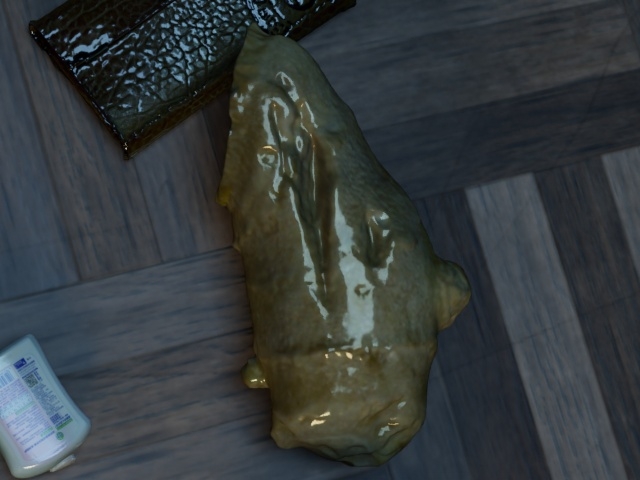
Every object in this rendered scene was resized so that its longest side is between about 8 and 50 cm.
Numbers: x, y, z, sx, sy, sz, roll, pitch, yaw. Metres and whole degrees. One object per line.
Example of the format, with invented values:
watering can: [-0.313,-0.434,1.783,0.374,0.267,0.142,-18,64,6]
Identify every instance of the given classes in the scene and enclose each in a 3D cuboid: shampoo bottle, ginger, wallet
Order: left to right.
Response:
shampoo bottle: [-0.216,0.127,1.317,0.072,0.043,0.099,-35,91,-21]
wallet: [-0.097,-0.183,1.425,0.243,0.039,0.133,-36,92,-21]
ginger: [0.000,0.000,1.370,0.190,0.126,0.354,-22,88,0]
